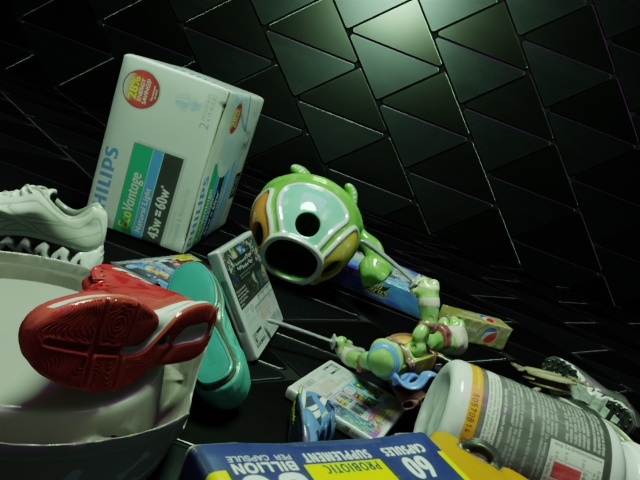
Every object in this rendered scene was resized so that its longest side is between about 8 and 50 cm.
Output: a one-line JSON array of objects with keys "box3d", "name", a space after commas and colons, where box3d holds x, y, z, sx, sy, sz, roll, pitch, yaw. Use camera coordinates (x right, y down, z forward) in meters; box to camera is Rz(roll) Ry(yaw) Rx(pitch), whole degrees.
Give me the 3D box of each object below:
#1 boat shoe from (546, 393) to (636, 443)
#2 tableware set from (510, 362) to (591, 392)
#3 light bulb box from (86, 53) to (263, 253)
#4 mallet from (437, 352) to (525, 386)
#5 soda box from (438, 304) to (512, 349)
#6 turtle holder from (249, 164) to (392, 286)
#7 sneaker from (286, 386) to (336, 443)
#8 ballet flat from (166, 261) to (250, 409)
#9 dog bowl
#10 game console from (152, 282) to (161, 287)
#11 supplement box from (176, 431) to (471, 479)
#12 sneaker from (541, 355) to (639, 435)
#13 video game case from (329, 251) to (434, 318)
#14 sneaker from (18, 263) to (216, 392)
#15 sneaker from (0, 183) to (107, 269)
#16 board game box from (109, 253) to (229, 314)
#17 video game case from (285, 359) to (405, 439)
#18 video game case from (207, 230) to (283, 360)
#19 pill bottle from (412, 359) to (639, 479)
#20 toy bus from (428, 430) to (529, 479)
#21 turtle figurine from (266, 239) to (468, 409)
[{"box3d": [0.483, 0.339, 0.964, 0.079, 0.084, 0.233, 15, 11, -24], "name": "boat shoe"}, {"box3d": [0.439, 0.276, 1.100, 0.128, 0.039, 0.194, 11, -6, 15], "name": "tableware set"}, {"box3d": [-0.313, -0.201, 1.287, 0.225, 0.357, 0.361, 20, 13, 0], "name": "light bulb box"}, {"box3d": [0.316, 0.264, 1.123, 0.190, 0.039, 0.062, 24, 11, 29], "name": "mallet"}, {"box3d": [0.368, 0.210, 1.363, 0.181, 0.061, 0.058, 16, 14, -23], "name": "soda box"}, {"box3d": [-0.018, 0.005, 1.284, 0.320, 0.243, 0.227, 47, 30, -17], "name": "turtle holder"}, {"box3d": [-0.007, 0.228, 0.690, 0.059, 0.053, 0.144, 22, 13, -5], "name": "sneaker"}, {"box3d": [-0.154, 0.131, 0.763, 0.083, 0.087, 0.247, -22, 40, -9], "name": "ballet flat"}, {"box3d": [-0.285, 0.125, 0.551, 0.349, 0.102, 0.349, 21, 12, -5], "name": "dog bowl"}, {"box3d": [-0.216, 0.119, 0.771, 0.071, 0.107, 0.122, -5, 7, 13], "name": "game console"}, {"box3d": [0.058, 0.279, 0.254, 0.194, 0.195, 0.356, 12, 16, -37], "name": "supplement box"}, {"box3d": [0.568, 0.328, 1.180, 0.106, 0.078, 0.234, 21, 12, -33], "name": "sneaker"}, {"box3d": [0.167, 0.102, 1.493, 0.270, 0.061, 0.244, 23, 12, 7], "name": "video game case"}, {"box3d": [-0.208, 0.073, 0.525, 0.128, 0.087, 0.221, 18, -2, 24], "name": "sneaker"}, {"box3d": [-0.484, -0.041, 0.891, 0.292, 0.118, 0.110, 15, 16, -21], "name": "sneaker"}, {"box3d": [-0.207, 0.093, 0.911, 0.194, 0.060, 0.194, 28, 14, 22], "name": "board game box"}, {"box3d": [0.043, 0.234, 0.826, 0.143, 0.019, 0.157, 26, 13, 20], "name": "video game case"}, {"box3d": [-0.116, 0.082, 0.920, 0.022, 0.173, 0.190, -17, 7, 11], "name": "video game case"}, {"box3d": [0.265, 0.271, 0.702, 0.279, 0.162, 0.162, 22, 13, 4], "name": "pill bottle"}, {"box3d": [0.223, 0.317, 0.514, 0.333, 0.130, 0.108, 26, 14, 21], "name": "toy bus"}, {"box3d": [0.119, 0.133, 0.924, 0.275, 0.197, 0.266, 31, 5, 33], "name": "turtle figurine"}]
